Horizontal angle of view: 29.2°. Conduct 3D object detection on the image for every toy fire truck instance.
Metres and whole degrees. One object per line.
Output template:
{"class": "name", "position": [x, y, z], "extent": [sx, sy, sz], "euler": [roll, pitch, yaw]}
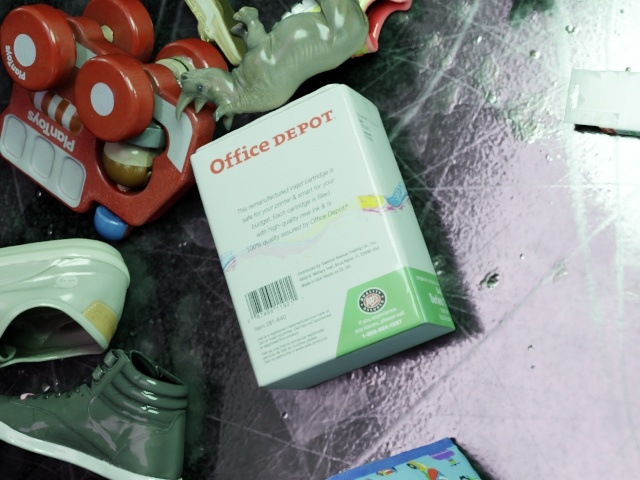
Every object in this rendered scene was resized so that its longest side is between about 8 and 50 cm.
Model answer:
{"class": "toy fire truck", "position": [-0.260, -0.141, 1.476], "extent": [0.302, 0.169, 0.254], "euler": [34, 123, 23]}

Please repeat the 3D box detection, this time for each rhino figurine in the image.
{"class": "rhino figurine", "position": [-0.057, -0.199, 1.331], "extent": [0.243, 0.073, 0.106], "euler": [-33, 84, 4]}

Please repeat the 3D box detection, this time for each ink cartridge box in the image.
{"class": "ink cartridge box", "position": [0.315, -0.143, 1.275], "extent": [0.115, 0.029, 0.063], "euler": [8, 87, 26]}
{"class": "ink cartridge box", "position": [0.000, 0.000, 1.346], "extent": [0.201, 0.117, 0.278], "euler": [-23, 74, 19]}

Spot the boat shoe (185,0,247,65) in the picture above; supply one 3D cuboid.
{"class": "boat shoe", "position": [-0.125, -0.259, 1.479], "extent": [0.045, 0.050, 0.135], "euler": [-37, 65, 25]}

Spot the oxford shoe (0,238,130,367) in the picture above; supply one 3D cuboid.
{"class": "oxford shoe", "position": [-0.446, 0.105, 1.457], "extent": [0.449, 0.169, 0.130], "euler": [-10, 59, 4]}

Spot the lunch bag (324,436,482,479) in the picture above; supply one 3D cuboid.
{"class": "lunch bag", "position": [0.097, 0.316, 1.164], "extent": [0.138, 0.293, 0.221], "euler": [-42, 68, 13]}

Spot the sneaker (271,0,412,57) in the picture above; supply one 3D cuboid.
{"class": "sneaker", "position": [0.017, -0.234, 1.392], "extent": [0.208, 0.081, 0.094], "euler": [-45, 71, 12]}

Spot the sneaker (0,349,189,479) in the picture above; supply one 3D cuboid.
{"class": "sneaker", "position": [-0.280, 0.188, 1.458], "extent": [0.295, 0.104, 0.147], "euler": [14, 87, 19]}
